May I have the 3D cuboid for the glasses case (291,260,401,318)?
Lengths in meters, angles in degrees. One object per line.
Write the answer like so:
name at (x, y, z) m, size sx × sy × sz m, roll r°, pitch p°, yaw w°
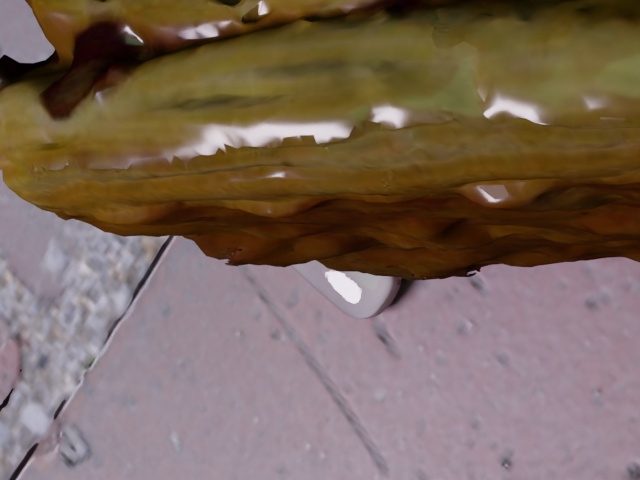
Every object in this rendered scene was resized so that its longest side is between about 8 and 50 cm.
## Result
glasses case at (0.000, 0.000, 0.847) m, size 0.083 × 0.021 × 0.032 m, roll 41°, pitch 106°, yaw 23°

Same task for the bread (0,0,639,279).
bread at (0.077, -0.080, 0.666) m, size 0.324 × 0.277 × 0.167 m, roll -5°, pitch 82°, yaw 33°
